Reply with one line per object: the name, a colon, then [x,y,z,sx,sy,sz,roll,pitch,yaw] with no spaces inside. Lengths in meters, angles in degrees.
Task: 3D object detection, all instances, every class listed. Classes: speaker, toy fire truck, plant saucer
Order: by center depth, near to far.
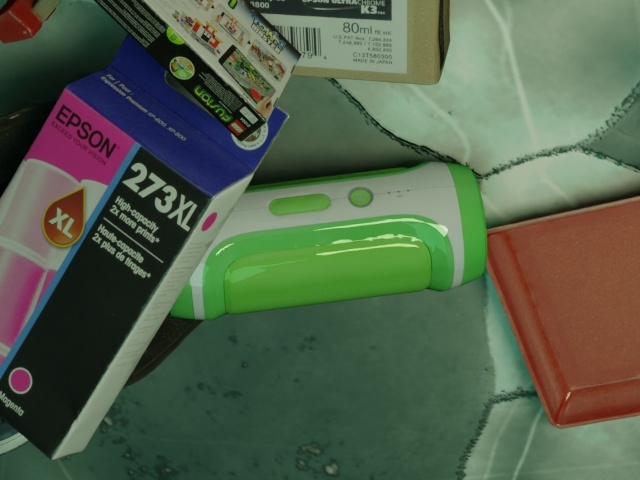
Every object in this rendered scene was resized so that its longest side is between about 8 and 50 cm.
toy fire truck: [-0.257,-0.263,1.387,0.192,0.047,0.135,-18,121,42]
speaker: [0.000,0.000,1.456,0.296,0.131,0.131,-7,125,-5]
plant saucer: [0.314,0.056,1.518,0.259,0.048,0.258,-13,121,20]

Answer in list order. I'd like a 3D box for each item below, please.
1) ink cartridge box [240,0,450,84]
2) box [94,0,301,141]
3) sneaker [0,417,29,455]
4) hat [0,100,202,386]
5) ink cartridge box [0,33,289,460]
ink cartridge box: [-0.005,-0.243,1.350,0.234,0.088,0.193,4,127,11]
box: [-0.112,-0.189,1.289,0.207,0.114,0.036,44,126,-16]
sneaker: [-0.416,0.163,1.736,0.226,0.086,0.163,-11,125,21]
hat: [-0.256,-0.012,1.526,0.331,0.134,0.331,-9,119,-16]
ink cartridge box: [-0.198,-0.004,1.379,0.175,0.069,0.371,36,101,16]
